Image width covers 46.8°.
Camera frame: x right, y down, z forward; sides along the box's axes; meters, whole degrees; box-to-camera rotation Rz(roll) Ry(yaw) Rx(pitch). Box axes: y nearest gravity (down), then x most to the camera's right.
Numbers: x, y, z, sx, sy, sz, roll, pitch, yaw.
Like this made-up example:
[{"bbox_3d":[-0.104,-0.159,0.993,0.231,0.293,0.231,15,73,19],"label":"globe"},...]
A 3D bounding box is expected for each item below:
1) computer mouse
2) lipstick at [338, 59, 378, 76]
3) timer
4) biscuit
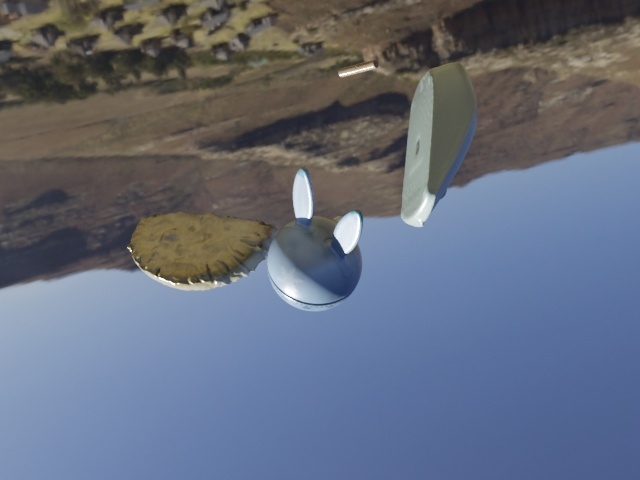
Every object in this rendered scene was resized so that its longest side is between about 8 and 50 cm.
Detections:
[{"bbox_3d":[0.159,-0.126,0.978,0.079,0.231,0.128,11,167,-5],"label":"computer mouse"},{"bbox_3d":[0.077,-0.351,1.510,0.094,0.019,0.019,-4,-168,42],"label":"lipstick"},{"bbox_3d":[0.008,0.000,1.202,0.175,0.255,0.175,18,-148,-12],"label":"timer"},{"bbox_3d":[-0.226,0.019,1.379,0.281,0.084,0.179,1,-136,10],"label":"biscuit"}]
